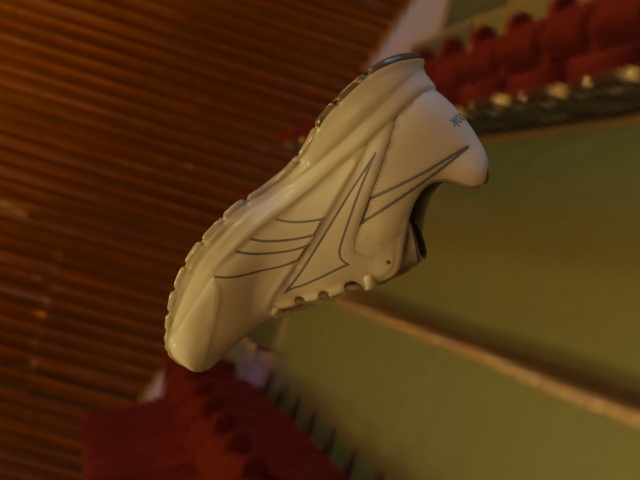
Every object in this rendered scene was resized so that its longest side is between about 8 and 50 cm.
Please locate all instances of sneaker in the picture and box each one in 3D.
[{"bbox_3d":[0.000,0.000,1.153,0.297,0.129,0.111,-46,-6,14],"label":"sneaker"}]
